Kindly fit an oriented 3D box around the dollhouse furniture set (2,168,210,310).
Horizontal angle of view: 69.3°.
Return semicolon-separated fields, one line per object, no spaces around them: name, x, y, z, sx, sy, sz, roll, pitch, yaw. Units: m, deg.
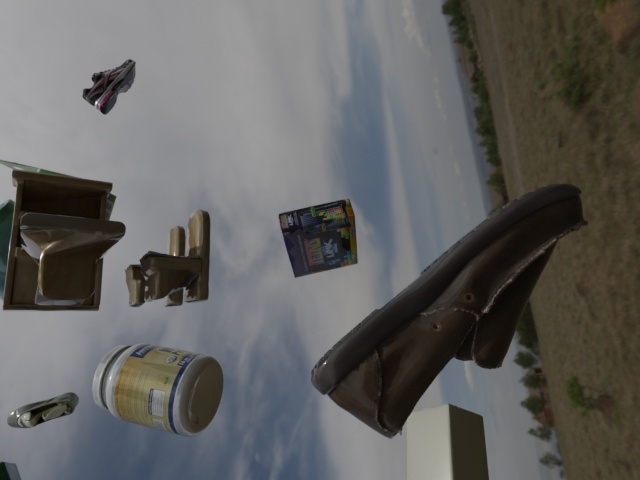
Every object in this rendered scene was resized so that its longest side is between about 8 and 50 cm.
dollhouse furniture set;-0.413;-0.021;0.752;0.361;0.394;0.257;5;-103;-32

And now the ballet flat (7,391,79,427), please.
ballet flat;-0.841;0.521;1.393;0.068;0.213;0.072;-129;21;-66

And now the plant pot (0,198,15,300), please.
plant pot;-0.913;0.002;1.379;0.196;0.292;0.293;52;-149;-30

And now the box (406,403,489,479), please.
box;0.207;0.421;0.751;0.094;0.113;0.275;26;-128;-24

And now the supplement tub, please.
supplement tub;-0.471;0.427;1.358;0.228;0.315;0.229;6;-90;-73

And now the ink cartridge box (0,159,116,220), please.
ink cartridge box;-0.711;-0.123;1.230;0.189;0.255;0.097;98;-176;-82

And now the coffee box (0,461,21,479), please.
coffee box;-0.465;0.433;0.705;0.040;0.113;0.184;-21;-104;-30

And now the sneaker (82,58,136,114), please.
sneaker;-0.539;-0.409;1.182;0.077;0.072;0.178;28;-124;-10

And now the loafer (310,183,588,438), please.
loafer;0.163;0.080;0.527;0.130;0.366;0.134;50;180;10

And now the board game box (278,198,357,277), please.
board game box;0.000;0.000;0.928;0.170;0.140;0.048;79;176;-54
